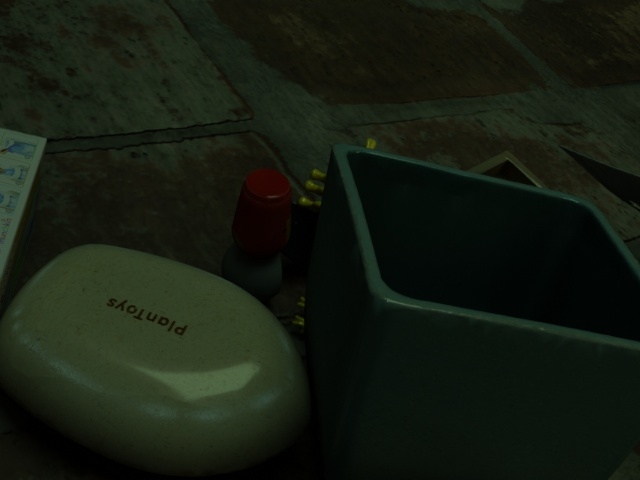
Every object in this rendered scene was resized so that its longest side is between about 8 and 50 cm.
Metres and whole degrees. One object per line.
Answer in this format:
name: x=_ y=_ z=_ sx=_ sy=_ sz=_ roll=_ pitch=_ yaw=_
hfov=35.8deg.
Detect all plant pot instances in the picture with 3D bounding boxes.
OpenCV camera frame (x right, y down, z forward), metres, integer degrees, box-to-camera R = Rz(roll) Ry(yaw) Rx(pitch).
plant pot: x=0.105 y=0.104 z=0.811 sx=0.247 sy=0.252 sz=0.247 roll=11 pitch=27 yaw=-13

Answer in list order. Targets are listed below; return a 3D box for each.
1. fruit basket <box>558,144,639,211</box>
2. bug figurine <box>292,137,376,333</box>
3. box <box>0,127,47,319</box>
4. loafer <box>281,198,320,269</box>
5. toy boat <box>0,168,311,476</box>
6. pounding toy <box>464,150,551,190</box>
fruit basket: x=0.463 y=0.003 z=1.036 sx=0.327 sy=0.165 sz=0.353 roll=28 pitch=7 yaw=-42
bug figurine: x=0.104 y=0.030 z=0.972 sx=0.279 sy=0.072 sz=0.216 roll=20 pitch=82 yaw=-7
box: x=-0.314 y=-0.001 z=0.866 sx=0.103 sy=0.114 sz=0.203 roll=12 pitch=40 yaw=-11
loafer: x=0.000 y=0.000 z=1.045 sx=0.170 sy=0.062 sz=0.061 roll=33 pitch=8 yaw=-25
toy boat: x=-0.108 y=0.074 z=0.871 sx=0.267 sy=0.148 sz=0.318 roll=24 pitch=45 yaw=11
pounding toy: x=0.189 y=0.021 z=1.106 sx=0.206 sy=0.094 sz=0.181 roll=-27 pitch=63 yaw=-33
